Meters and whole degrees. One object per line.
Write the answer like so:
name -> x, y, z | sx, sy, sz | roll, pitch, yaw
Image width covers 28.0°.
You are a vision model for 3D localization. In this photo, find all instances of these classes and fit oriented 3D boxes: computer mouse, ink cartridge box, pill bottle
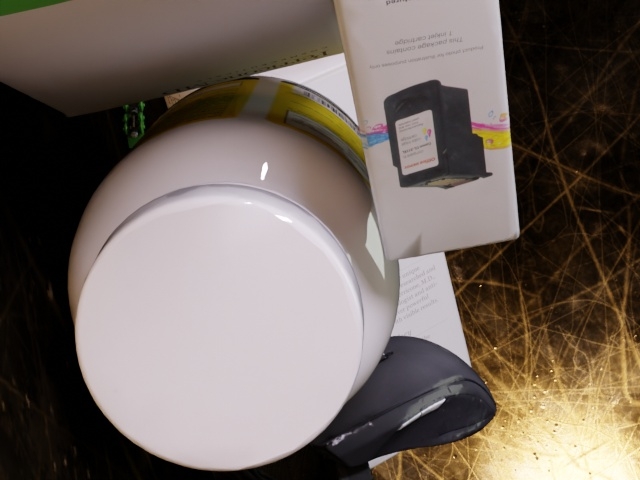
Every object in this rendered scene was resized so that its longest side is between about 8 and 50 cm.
computer mouse -> 0.038, 0.123, 0.861 | 0.184, 0.262, 0.060 | 36, -55, 50
ink cartridge box -> 0.049, -0.097, 0.639 | 0.127, 0.072, 0.175 | -96, 174, -45
pill bottle -> -0.048, 0.009, 0.782 | 0.334, 0.188, 0.188 | -86, 161, -76

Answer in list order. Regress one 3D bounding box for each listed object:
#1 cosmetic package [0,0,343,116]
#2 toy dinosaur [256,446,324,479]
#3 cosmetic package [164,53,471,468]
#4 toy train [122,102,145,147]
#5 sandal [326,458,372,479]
cosmetic package -> -0.101, -0.176, 0.634 | 0.365, 0.197, 0.155 | 28, 49, -83
toy dinosaur -> -0.036, 0.144, 1.008 | 0.313, 0.121, 0.160 | -103, 171, -61
cosmetic package -> 0.000, 0.000, 1.235 | 0.217, 0.156, 0.385 | 21, -47, 57
toy train -> -0.148, -0.104, 1.023 | 0.083, 0.017, 0.023 | -100, -176, -49
sandal -> 0.078, 0.264, 0.815 | 0.446, 0.107, 0.167 | -122, -149, -69
